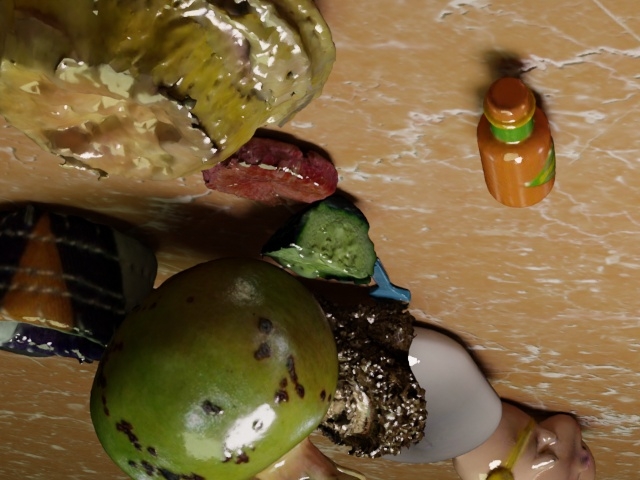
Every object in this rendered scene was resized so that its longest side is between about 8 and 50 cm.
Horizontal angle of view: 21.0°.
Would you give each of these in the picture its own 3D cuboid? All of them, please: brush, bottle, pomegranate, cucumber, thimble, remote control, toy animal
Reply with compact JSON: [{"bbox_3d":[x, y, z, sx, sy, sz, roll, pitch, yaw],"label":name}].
[{"bbox_3d":[0.075,0.051,2.070,0.051,0.014,0.164,3,159,15],"label":"brush"},{"bbox_3d":[0.172,-0.091,1.528,0.069,0.069,0.187,5,161,13],"label":"bottle"},{"bbox_3d":[-0.109,0.190,1.940,0.291,0.323,0.291,-20,172,-3],"label":"pomegranate"},{"bbox_3d":[0.000,0.000,1.859,0.115,0.085,0.193,15,167,-13],"label":"cucumber"},{"bbox_3d":[-0.321,0.060,2.081,0.237,0.150,0.237,10,164,3],"label":"thimble"},{"bbox_3d":[0.117,0.211,2.321,0.221,0.103,0.332,-13,143,19],"label":"remote control"},{"bbox_3d":[0.291,0.318,2.523,0.248,0.165,0.149,26,161,-23],"label":"toy animal"}]

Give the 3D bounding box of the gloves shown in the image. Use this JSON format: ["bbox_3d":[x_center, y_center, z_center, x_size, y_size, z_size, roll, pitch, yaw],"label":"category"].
[{"bbox_3d":[0.004,0.146,2.130,0.312,0.135,0.210,38,127,4],"label":"gloves"}]

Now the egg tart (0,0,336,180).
[{"bbox_3d":[-0.165,-0.147,1.417,0.352,0.150,0.352,9,157,4],"label":"egg tart"}]

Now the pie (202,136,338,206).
[{"bbox_3d":[-0.055,-0.067,1.748,0.153,0.038,0.153,9,163,3],"label":"pie"}]

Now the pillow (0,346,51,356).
[{"bbox_3d":[-0.462,0.072,2.268,0.161,0.092,0.335,3,160,30],"label":"pillow"}]
